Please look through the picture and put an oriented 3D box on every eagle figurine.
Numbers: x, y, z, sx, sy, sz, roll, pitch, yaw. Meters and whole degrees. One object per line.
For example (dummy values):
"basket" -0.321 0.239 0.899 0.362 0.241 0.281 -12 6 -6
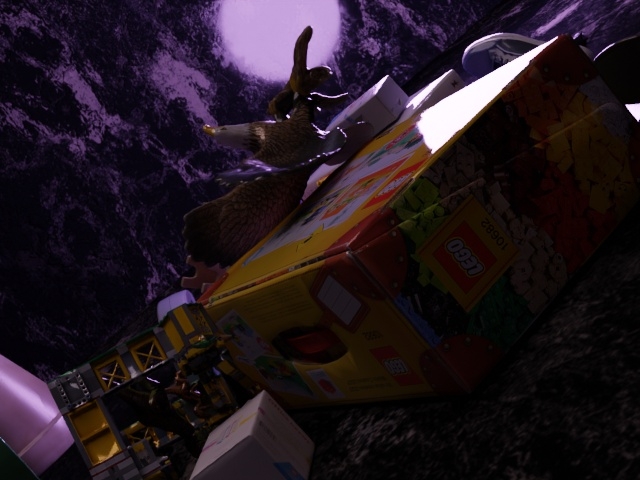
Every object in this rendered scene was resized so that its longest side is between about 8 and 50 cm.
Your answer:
"eagle figurine" -0.065 -0.111 1.642 0.225 0.226 0.298 -8 48 23

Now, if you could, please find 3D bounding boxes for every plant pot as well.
"plant pot" -0.726 0.403 2.621 0.323 0.280 0.323 -40 9 8

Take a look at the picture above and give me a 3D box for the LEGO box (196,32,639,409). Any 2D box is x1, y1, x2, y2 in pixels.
"LEGO box" 0.104 0.003 1.398 0.372 0.193 0.500 -44 9 -23

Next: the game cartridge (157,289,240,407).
"game cartridge" -0.182 0.173 1.743 0.060 0.196 0.294 -29 9 -3

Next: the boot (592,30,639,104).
"boot" 0.506 -0.292 1.587 0.263 0.091 0.229 -28 9 39

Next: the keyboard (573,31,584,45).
"keyboard" 0.430 -0.335 2.255 0.180 0.023 0.108 -37 3 23

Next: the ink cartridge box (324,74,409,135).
"ink cartridge box" 0.067 -0.187 1.788 0.122 0.052 0.088 -35 13 30

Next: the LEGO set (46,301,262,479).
"LEGO set" -0.177 0.248 1.421 0.255 0.192 0.331 -23 -28 -19

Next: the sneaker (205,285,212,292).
"sneaker" -0.054 0.071 1.827 0.279 0.118 0.107 -20 0 6

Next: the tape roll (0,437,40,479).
"tape roll" -0.543 0.367 1.896 0.077 0.321 0.321 -44 10 -21

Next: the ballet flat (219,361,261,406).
"ballet flat" -0.094 0.194 1.649 0.074 0.074 0.203 -42 -22 -10

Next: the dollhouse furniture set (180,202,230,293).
"dollhouse furniture set" -0.147 0.078 2.103 0.259 0.135 0.262 9 85 65

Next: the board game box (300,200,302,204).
"board game box" -0.110 0.017 2.380 0.142 0.144 0.275 -44 10 -23

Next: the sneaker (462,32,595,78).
"sneaker" 0.321 -0.268 1.926 0.226 0.086 0.163 7 38 27

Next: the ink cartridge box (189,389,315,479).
"ink cartridge box" -0.071 0.242 1.295 0.090 0.092 0.143 -39 8 13

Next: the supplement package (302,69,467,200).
"supplement package" 0.136 -0.108 1.862 0.175 0.177 0.293 -47 11 -35

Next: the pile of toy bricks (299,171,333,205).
"pile of toy bricks" 0.012 -0.013 1.746 0.118 0.212 0.105 -30 -30 9
